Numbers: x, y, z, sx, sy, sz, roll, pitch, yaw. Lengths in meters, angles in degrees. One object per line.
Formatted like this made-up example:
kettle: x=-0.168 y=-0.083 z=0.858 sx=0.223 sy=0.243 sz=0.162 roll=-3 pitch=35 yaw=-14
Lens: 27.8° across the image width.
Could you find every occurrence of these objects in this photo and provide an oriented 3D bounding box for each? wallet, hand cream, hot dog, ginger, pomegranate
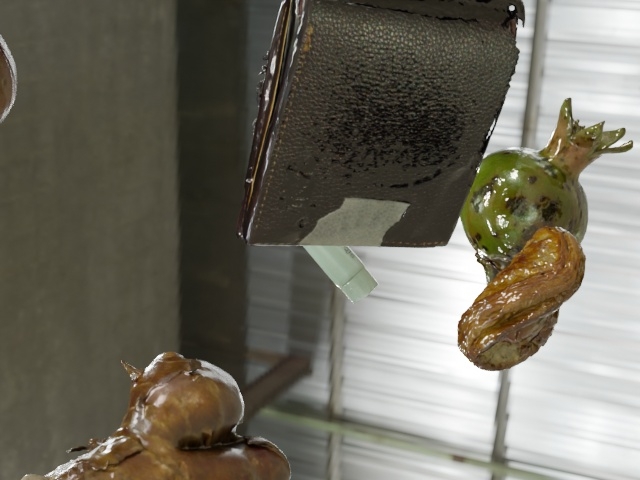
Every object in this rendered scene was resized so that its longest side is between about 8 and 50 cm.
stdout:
wallet: x=0.051 y=-0.107 z=1.156 sx=0.221 sy=0.071 sz=0.262 roll=0 pitch=-59 yaw=-27
hand cream: x=0.000 y=0.000 z=1.839 sx=0.205 sy=0.050 sz=0.078 roll=50 pitch=-143 yaw=0
hot dog: x=0.171 y=0.050 z=1.079 sx=0.147 sy=0.065 sz=0.099 roll=-44 pitch=-18 yaw=-41
ginger: x=-0.238 y=0.284 z=1.650 sx=0.418 sy=0.176 sz=0.254 roll=-22 pitch=-98 yaw=-38
pomegranate: x=0.250 y=-0.049 z=1.426 sx=0.156 sy=0.220 sz=0.156 roll=41 pitch=-149 yaw=-31

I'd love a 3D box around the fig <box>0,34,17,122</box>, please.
fig: x=-0.426 y=-0.209 z=1.440 sx=0.148 sy=0.149 sz=0.202 roll=-91 pitch=-11 yaw=-65
